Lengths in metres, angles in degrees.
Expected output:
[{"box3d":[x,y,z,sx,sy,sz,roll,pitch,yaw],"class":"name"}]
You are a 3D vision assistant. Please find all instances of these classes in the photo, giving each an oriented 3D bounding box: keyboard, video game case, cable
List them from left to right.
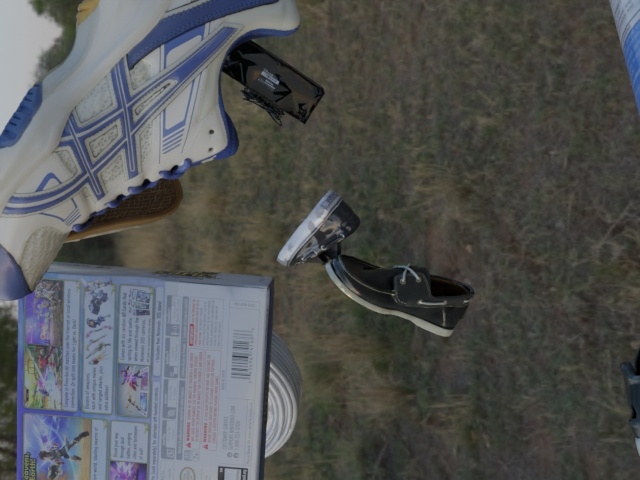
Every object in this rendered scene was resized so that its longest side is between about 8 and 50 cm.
[{"box3d":[-0.176,0.163,0.685,0.061,0.244,0.269,-77,-9,-83],"class":"video game case"},{"box3d":[-0.158,0.236,1.039,0.089,0.257,0.257,-86,-13,-64],"class":"cable"},{"box3d":[-0.095,-0.280,1.200,0.100,0.192,0.038,-55,12,16],"class":"keyboard"}]

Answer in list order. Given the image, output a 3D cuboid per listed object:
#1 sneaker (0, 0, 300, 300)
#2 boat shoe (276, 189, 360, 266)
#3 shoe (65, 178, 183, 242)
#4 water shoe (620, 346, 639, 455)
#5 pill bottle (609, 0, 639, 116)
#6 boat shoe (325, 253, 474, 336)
[{"box3d":[-0.124,-0.068,0.446,0.296,0.131,0.112,-56,19,9],"class":"sneaker"},{"box3d":[0.000,0.000,1.004,0.080,0.076,0.228,-52,1,-31],"class":"boat shoe"},{"box3d":[-0.242,-0.031,0.638,0.058,0.219,0.076,-13,83,60],"class":"shoe"},{"box3d":[0.271,0.097,0.479,0.073,0.203,0.080,-21,80,36],"class":"water shoe"},{"box3d":[0.256,-0.174,0.442,0.124,0.124,0.221,136,134,-62],"class":"pill bottle"},{"box3d":[0.110,0.059,0.920,0.079,0.233,0.084,-54,32,24],"class":"boat shoe"}]
